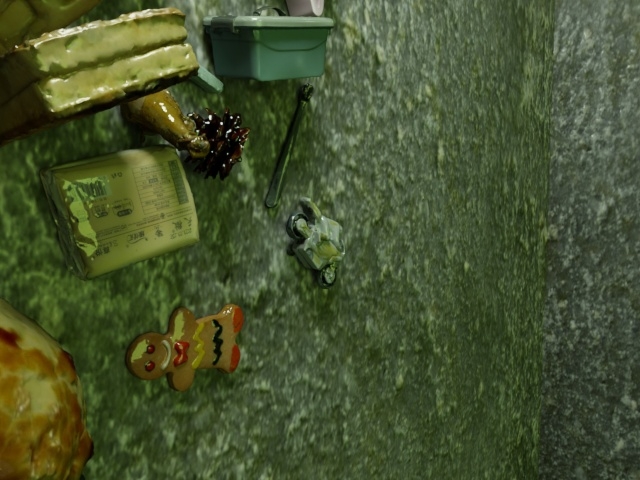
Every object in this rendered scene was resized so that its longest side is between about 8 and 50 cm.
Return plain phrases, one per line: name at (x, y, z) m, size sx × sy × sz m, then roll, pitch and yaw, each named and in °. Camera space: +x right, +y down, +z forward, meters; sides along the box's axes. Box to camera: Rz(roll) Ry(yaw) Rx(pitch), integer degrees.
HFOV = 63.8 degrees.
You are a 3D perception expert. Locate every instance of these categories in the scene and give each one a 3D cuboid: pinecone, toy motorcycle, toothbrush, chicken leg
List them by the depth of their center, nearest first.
chicken leg at (-0.252, -0.189, 0.837) m, size 0.085 × 0.207 × 0.101 m, roll -28°, pitch 149°, yaw -37°
pinecone at (-0.195, -0.181, 0.937) m, size 0.121 × 0.140 × 0.140 m, roll 21°, pitch 79°, yaw -18°
toothbrush at (-0.068, -0.210, 1.136) m, size 0.030 × 0.031 × 0.297 m, roll 19°, pitch 82°, yaw -20°
toy motorcycle at (0.000, 0.000, 1.206) m, size 0.151 × 0.074 × 0.228 m, roll -52°, pitch 127°, yaw -31°

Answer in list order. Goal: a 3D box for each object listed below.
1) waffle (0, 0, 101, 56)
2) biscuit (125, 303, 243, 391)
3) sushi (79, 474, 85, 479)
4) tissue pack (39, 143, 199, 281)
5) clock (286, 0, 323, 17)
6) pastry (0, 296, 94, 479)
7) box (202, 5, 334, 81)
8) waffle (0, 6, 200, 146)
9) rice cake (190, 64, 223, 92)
waffle at (-0.377, -0.378, 0.583) m, size 0.304 × 0.077 × 0.348 m, roll -44°, pitch 160°, yaw -6°
biscuit at (-0.253, 0.212, 0.998) m, size 0.250 × 0.036 × 0.165 m, roll 0°, pitch 95°, yaw -46°
sushi at (-0.501, 0.447, 0.724) m, size 0.373 × 0.100 × 0.296 m, roll -24°, pitch 113°, yaw -42°
tissue pack at (-0.320, -0.053, 0.850) m, size 0.222 × 0.090 × 0.186 m, roll -26°, pitch 111°, yaw -43°
clock at (-0.070, -0.598, 1.039) m, size 0.275 × 0.080 × 0.290 m, roll -31°, pitch 116°, yaw -39°
pastry at (-0.455, 0.233, 0.566) m, size 0.389 × 0.313 × 0.388 m, roll 6°, pitch 79°, yaw -34°
box at (-0.097, -0.381, 0.991) m, size 0.227 × 0.162 × 0.129 m, roll -23°, pitch 123°, yaw -42°
waffle at (-0.319, -0.205, 0.670) m, size 0.213 × 0.308 × 0.091 m, roll -36°, pitch 116°, yaw -38°
rice cake at (-0.246, -0.318, 0.928) m, size 0.171 × 0.033 × 0.029 m, roll 29°, pitch 71°, yaw -44°
